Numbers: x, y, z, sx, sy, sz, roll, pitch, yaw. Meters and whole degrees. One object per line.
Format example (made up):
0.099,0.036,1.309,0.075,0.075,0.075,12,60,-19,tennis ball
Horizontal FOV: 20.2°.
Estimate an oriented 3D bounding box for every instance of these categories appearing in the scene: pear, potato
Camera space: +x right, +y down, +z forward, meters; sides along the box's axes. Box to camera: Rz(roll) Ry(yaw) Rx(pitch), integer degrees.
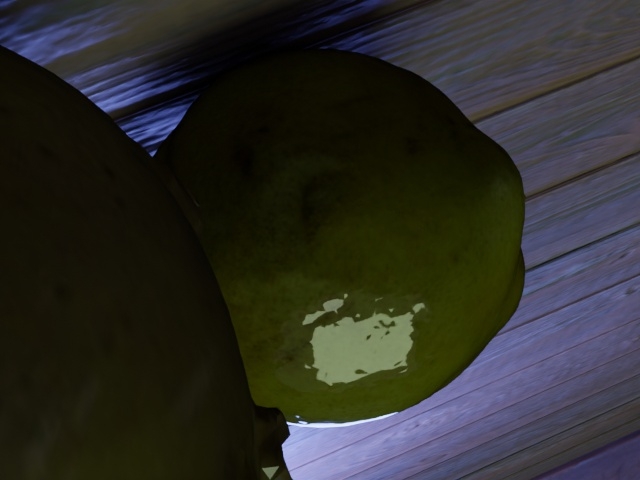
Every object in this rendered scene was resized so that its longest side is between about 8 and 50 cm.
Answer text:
0.000,0.000,0.891,0.200,0.200,0.200,-24,164,-7,pear
-0.228,0.082,0.655,0.442,0.319,0.385,-24,126,24,potato
